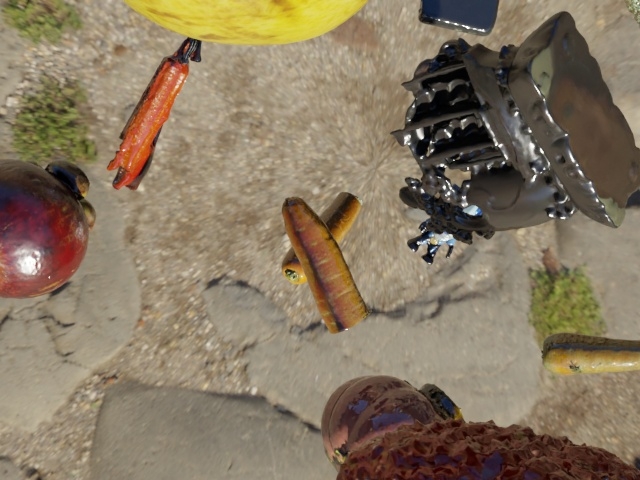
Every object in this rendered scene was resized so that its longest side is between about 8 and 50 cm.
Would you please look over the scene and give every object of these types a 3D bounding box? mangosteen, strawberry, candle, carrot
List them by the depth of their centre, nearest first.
[{"bbox_3d":[0.002,0.019,0.900,0.048,0.048,0.139,-23,101,5],"label":"carrot"},{"bbox_3d":[0.201,0.318,1.038,0.343,0.292,0.292,33,96,30],"label":"strawberry"},{"bbox_3d":[-0.434,-0.033,1.413,0.215,0.257,0.215,15,128,21],"label":"mangosteen"},{"bbox_3d":[-0.262,-0.207,1.502,0.059,0.084,0.302,34,108,8],"label":"candle"},{"bbox_3d":[0.539,0.197,1.645,0.298,0.078,0.078,-3,94,13],"label":"carrot"},{"bbox_3d":[0.000,0.000,1.704,0.067,0.067,0.225,39,54,0],"label":"carrot"}]

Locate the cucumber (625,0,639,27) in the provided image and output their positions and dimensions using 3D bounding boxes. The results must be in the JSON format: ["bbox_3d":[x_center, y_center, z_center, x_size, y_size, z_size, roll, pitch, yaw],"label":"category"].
[{"bbox_3d":[0.536,-0.444,1.563,0.096,0.359,0.096,-8,73,29],"label":"cucumber"}]

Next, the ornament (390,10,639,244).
[{"bbox_3d":[0.178,-0.101,0.996,0.260,0.106,0.251,-5,131,42],"label":"ornament"}]

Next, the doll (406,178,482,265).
[{"bbox_3d":[0.244,-0.041,1.683,0.096,0.070,0.195,44,100,-10],"label":"doll"}]

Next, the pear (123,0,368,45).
[{"bbox_3d":[-0.046,-0.256,0.583,0.280,0.281,0.281,0,94,3],"label":"pear"}]

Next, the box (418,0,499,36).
[{"bbox_3d":[0.217,-0.383,1.454,0.125,0.027,0.126,12,76,-9],"label":"box"}]

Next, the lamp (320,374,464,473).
[{"bbox_3d":[0.147,0.374,1.717,0.239,0.305,0.305,-35,92,-19],"label":"lamp"}]
